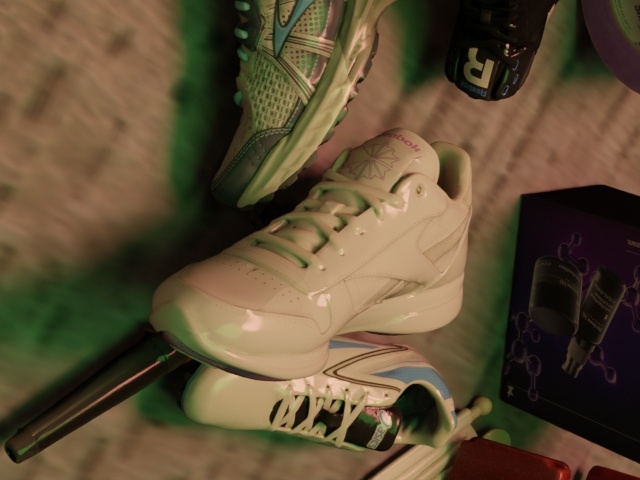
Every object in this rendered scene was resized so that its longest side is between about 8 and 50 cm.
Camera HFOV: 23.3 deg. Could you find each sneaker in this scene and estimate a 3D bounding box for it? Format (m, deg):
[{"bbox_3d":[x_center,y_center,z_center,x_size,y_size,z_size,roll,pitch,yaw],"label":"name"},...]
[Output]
[{"bbox_3d":[0.005,0.112,1.121,0.237,0.086,0.085,6,118,-40],"label":"sneaker"},{"bbox_3d":[0.125,-0.158,1.088,0.121,0.079,0.217,-71,164,6],"label":"sneaker"},{"bbox_3d":[-0.017,-0.155,1.036,0.122,0.110,0.283,27,101,-6],"label":"sneaker"},{"bbox_3d":[0.000,0.000,1.021,0.305,0.114,0.152,-16,125,-53],"label":"sneaker"}]

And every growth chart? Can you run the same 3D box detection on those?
[{"bbox_3d":[0.101,0.259,1.290,0.172,0.021,0.237,-24,117,-31],"label":"growth chart"}]

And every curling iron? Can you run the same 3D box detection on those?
[{"bbox_3d":[-0.105,0.060,1.055,0.274,0.035,0.068,-38,131,-25],"label":"curling iron"}]

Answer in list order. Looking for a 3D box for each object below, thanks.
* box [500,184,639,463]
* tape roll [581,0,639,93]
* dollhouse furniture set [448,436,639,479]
[{"bbox_3d":[0.271,0.075,1.210,0.103,0.261,0.184,-9,108,-36],"label":"box"},{"bbox_3d":[0.294,-0.201,1.191,0.080,0.189,0.189,-7,108,-37],"label":"tape roll"},{"bbox_3d":[0.277,0.273,1.183,0.201,0.374,0.152,19,85,-41],"label":"dollhouse furniture set"}]
